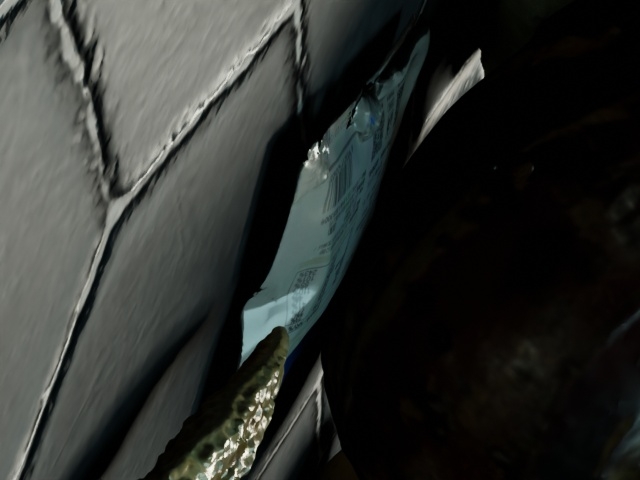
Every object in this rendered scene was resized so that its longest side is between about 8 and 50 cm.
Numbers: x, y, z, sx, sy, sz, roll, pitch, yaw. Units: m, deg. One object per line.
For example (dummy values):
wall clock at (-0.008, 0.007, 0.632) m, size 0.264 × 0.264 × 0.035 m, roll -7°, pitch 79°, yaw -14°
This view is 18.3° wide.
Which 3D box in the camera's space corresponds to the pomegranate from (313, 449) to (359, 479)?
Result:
pomegranate at (0.073, 0.205, 1.253) m, size 0.191 × 0.191 × 0.191 m, roll 23°, pitch 90°, yaw -80°

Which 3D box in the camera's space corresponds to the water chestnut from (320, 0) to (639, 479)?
water chestnut at (0.177, 0.062, 1.010) m, size 0.335 × 0.347 × 0.335 m, roll -23°, pitch 142°, yaw -20°

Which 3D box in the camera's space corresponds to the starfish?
starfish at (-0.076, 0.185, 0.695) m, size 0.327 × 0.094 × 0.375 m, roll 116°, pitch -6°, yaw -72°

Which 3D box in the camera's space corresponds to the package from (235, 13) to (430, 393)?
package at (0.000, 0.000, 0.887) m, size 0.171 × 0.027 × 0.173 m, roll -56°, pitch 168°, yaw -60°

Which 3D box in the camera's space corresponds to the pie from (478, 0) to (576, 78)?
pie at (0.163, -0.203, 1.138) m, size 0.277 × 0.078 × 0.277 m, roll 22°, pitch 90°, yaw -81°
